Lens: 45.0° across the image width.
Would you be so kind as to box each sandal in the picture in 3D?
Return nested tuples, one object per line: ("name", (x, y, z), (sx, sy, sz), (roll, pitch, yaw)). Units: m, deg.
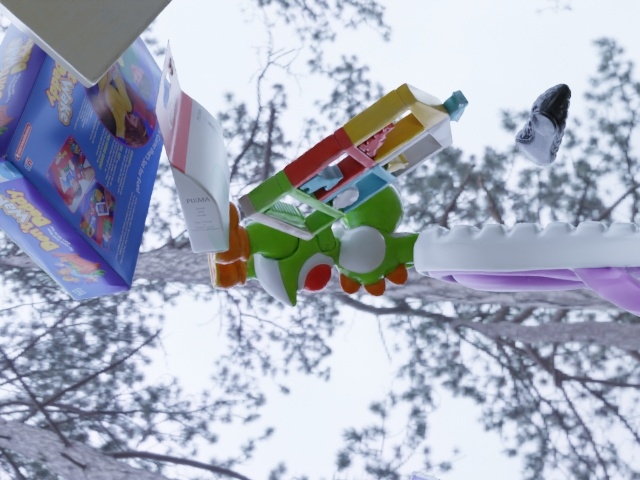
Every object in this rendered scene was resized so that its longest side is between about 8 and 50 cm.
("sandal", (0.257, 0.044, 0.584), (0.169, 0.416, 0.102), (9, -96, -43))

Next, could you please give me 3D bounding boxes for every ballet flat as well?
("ballet flat", (0.272, -0.132, 0.928), (0.057, 0.173, 0.049), (39, -97, 12))

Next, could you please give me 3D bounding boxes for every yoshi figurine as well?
("yoshi figurine", (-0.004, -0.021, 1.304), (0.363, 0.203, 0.202), (-1, -70, -12))

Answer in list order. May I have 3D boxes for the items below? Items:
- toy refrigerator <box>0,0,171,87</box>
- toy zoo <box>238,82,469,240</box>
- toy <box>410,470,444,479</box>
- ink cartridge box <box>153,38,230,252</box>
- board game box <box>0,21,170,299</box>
("toy refrigerator", (-0.110, -0.240, 0.553), (0.094, 0.102, 0.269), (42, -95, -21))
("toy zoo", (0.058, -0.103, 0.990), (0.030, 0.293, 0.192), (61, -164, 19))
("toy", (0.092, 0.272, 0.656), (0.056, 0.237, 0.136), (24, -105, -11))
("ink cartridge box", (-0.160, -0.123, 1.009), (0.181, 0.056, 0.224), (-96, 1, -48))
("board game box", (-0.284, -0.138, 0.920), (0.233, 0.078, 0.347), (61, -156, -47))
